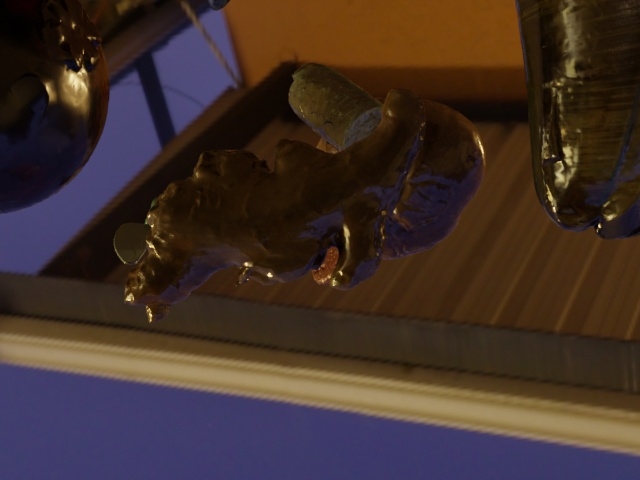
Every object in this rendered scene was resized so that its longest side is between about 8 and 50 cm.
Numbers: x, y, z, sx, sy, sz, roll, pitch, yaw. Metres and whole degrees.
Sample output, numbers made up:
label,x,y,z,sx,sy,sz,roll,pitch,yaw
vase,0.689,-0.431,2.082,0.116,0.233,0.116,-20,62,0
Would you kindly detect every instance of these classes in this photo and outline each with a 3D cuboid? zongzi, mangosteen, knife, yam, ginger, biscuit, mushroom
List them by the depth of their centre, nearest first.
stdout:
label,x,y,z,sx,sy,sz,roll,pitch,yaw
ginger,-0.043,-0.020,1.029,0.333,0.166,0.080,-17,-175,8
zongzi,0.416,-0.206,1.094,0.432,0.403,0.208,-4,-174,15
mangosteen,-0.416,-0.172,1.223,0.360,0.306,0.306,-17,-152,21
knife,-0.246,-0.017,1.513,0.063,0.034,0.260,18,-161,4
yam,0.028,-0.179,1.513,0.093,0.093,0.259,-21,-150,-13
mushroom,0.121,-0.095,1.679,0.278,0.278,0.146,-8,-157,9
biscuit,0.000,0.000,2.012,0.036,0.186,0.192,7,-132,-34

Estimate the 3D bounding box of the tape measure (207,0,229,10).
label,x,y,z,sx,sy,sz,roll,pitch,yaw
tape measure,-0.188,-0.392,1.090,0.147,0.275,0.256,-46,-116,-6
